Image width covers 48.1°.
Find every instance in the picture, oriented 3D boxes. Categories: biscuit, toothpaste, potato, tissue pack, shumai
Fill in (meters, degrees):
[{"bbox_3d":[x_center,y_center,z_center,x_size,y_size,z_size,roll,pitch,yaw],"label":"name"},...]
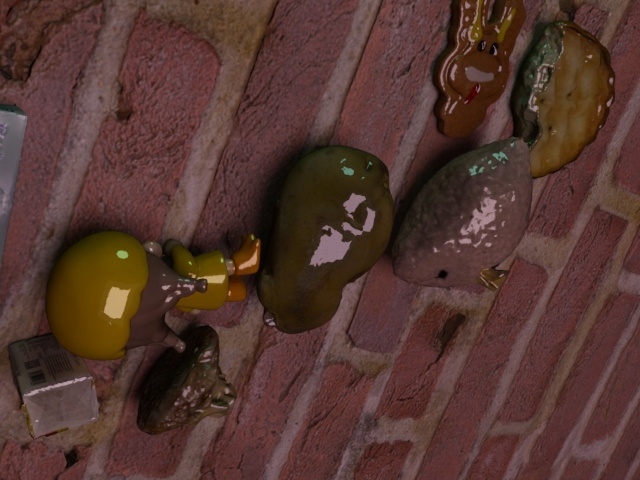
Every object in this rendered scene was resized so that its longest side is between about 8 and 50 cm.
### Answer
[{"bbox_3d":[0.491,-0.278,1.520,0.335,0.078,0.329,-51,130,-2],"label":"biscuit"},{"bbox_3d":[0.304,-0.342,1.392,0.186,0.044,0.295,0,111,-30],"label":"biscuit"},{"bbox_3d":[-0.492,-0.043,1.019,0.089,0.071,0.313,5,108,-38],"label":"toothpaste"},{"bbox_3d":[0.003,0.002,1.252,0.351,0.202,0.218,-59,160,-6],"label":"potato"},{"bbox_3d":[-0.423,0.225,1.130,0.106,0.148,0.099,-12,118,-26],"label":"tissue pack"},{"bbox_3d":[-0.221,0.264,1.270,0.153,0.161,0.210,43,68,-34],"label":"shumai"}]

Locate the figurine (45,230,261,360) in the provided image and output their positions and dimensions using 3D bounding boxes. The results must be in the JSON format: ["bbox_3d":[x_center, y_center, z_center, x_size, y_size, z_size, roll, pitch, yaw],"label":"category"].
[{"bbox_3d":[-0.263,0.073,1.152,0.343,0.187,0.215,-12,129,-35],"label":"figurine"}]

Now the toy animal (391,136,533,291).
[{"bbox_3d":[0.300,-0.046,1.425,0.226,0.188,0.358,33,104,-30],"label":"toy animal"}]
